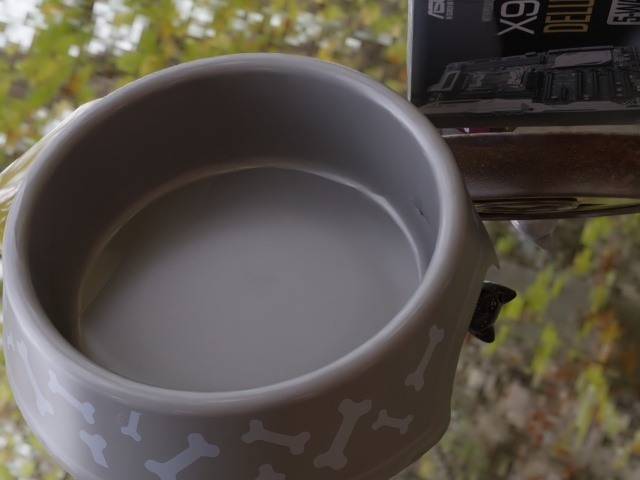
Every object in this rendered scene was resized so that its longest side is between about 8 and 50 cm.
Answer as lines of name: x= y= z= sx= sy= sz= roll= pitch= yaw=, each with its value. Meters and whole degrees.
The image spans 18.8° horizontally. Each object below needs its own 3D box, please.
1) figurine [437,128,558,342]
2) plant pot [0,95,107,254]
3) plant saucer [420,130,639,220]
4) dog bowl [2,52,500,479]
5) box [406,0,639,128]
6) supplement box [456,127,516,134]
figurine: x=0.166 y=-0.010 z=2.232 sx=0.209 sy=0.092 sz=0.215 roll=30 pitch=-78 yaw=-14
plant pot: x=-0.189 y=-0.013 z=1.761 sx=0.212 sy=0.187 sz=0.212 roll=-42 pitch=-56 yaw=-13
plant saucer: x=0.165 y=-0.048 z=1.565 sx=0.310 sy=0.310 sz=0.050 roll=3 pitch=-95 yaw=-53
dog bowl: x=-0.053 y=0.015 z=1.293 sx=0.349 sy=0.349 sz=0.102 roll=-49 pitch=-31 yaw=-27
box: x=0.191 y=-0.182 z=1.563 sx=0.307 sy=0.242 sz=0.076 roll=87 pitch=-177 yaw=-71
supplement box: x=0.231 y=-0.231 z=2.131 sx=0.239 sy=0.073 sz=0.130 roll=-46 pitch=-36 yaw=-23
